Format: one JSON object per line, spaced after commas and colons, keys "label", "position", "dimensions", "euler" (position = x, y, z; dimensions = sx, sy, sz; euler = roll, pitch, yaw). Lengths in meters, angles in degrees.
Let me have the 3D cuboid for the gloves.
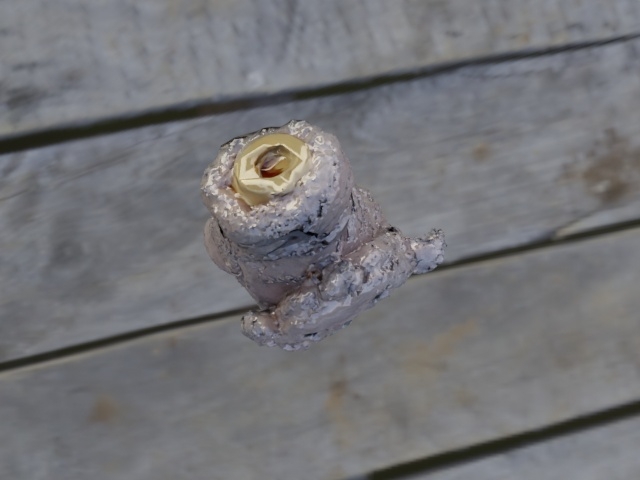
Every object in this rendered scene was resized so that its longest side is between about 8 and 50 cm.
{"label": "gloves", "position": [-0.009, 0.001, 1.014], "dimensions": [0.144, 0.110, 0.094], "euler": [36, 29, -48]}
